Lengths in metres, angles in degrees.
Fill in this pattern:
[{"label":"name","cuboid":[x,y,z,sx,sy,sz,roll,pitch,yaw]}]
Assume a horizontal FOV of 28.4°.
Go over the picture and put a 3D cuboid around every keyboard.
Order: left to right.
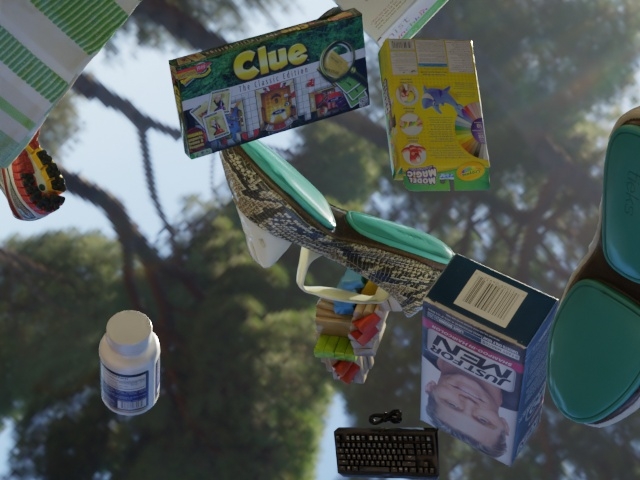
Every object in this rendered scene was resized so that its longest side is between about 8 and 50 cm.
[{"label":"keyboard","cuboid":[0.101,0.316,1.968,0.180,0.108,0.023,-5,176,31]}]

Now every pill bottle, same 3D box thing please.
[{"label":"pill bottle","cuboid":[-0.298,0.189,1.977,0.169,0.094,0.094,99,12,-46]}]

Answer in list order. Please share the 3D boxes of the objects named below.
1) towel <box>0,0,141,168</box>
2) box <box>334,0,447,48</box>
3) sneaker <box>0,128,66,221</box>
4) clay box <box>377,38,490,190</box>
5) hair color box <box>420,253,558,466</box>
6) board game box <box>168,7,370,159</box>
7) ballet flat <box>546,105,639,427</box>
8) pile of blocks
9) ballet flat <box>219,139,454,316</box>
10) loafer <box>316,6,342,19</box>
[{"label":"towel","cuboid":[-0.402,-0.279,1.623,0.325,0.248,0.038,-53,-147,-9]},{"label":"box","cuboid":[0.113,-0.459,1.945,0.262,0.231,0.127,-46,167,7]},{"label":"sneaker","cuboid":[-0.447,-0.130,1.805,0.088,0.225,0.093,-13,169,-45]},{"label":"clay box","cuboid":[0.155,-0.165,1.727,0.053,0.127,0.222,126,-39,-69]},{"label":"hair color box","cuboid":[0.252,0.190,1.940,0.174,0.347,0.105,26,-122,23]},{"label":"board game box","cuboid":[-0.061,-0.202,1.629,0.260,0.136,0.030,-19,-147,-17]},{"label":"ballet flat","cuboid":[0.329,0.028,1.264,0.139,0.400,0.139,2,-140,-2]},{"label":"pile of blocks","cuboid":[0.058,0.155,2.367,0.362,0.149,0.112,112,2,-45]},{"label":"ballet flat","cuboid":[0.000,0.000,2.041,0.182,0.483,0.164,-53,-154,17]},{"label":"loafer","cuboid":[-0.023,-0.298,2.084,0.223,0.076,0.078,-53,-164,-30]}]
